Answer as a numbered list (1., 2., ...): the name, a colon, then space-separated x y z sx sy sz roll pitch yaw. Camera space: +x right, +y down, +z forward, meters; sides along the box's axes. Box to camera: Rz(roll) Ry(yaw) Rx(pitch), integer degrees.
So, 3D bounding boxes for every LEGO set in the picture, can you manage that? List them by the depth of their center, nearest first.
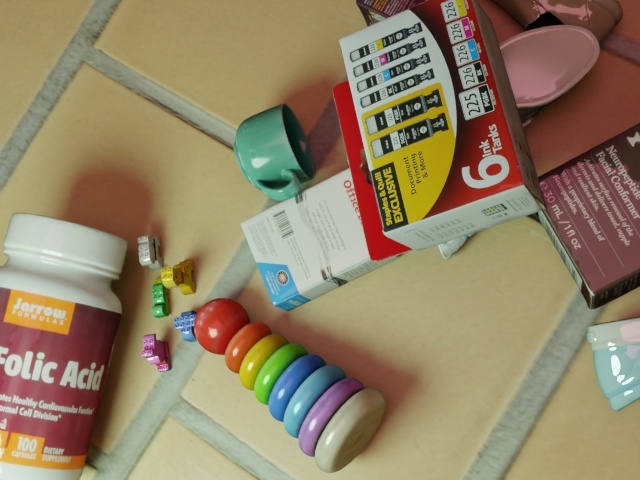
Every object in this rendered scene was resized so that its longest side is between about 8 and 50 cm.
1. LEGO set: -0.248 0.088 1.541 0.087 0.093 0.227 -11 75 13

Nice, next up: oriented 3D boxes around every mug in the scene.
1. mug: -0.080 -0.136 1.512 0.097 0.158 0.130 -19 105 14

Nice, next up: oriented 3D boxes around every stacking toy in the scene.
1. stacking toy: -0.068 0.201 1.453 0.330 0.141 0.141 34 89 23

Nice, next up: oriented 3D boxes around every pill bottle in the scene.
1. pill bottle: -0.440 0.169 1.508 0.224 0.224 0.392 10 81 17

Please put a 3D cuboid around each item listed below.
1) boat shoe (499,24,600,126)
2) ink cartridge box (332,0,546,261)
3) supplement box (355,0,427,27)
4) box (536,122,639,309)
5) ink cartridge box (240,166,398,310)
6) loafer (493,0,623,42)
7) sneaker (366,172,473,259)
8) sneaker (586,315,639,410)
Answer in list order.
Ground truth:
1. boat shoe: 0.274 -0.216 1.459 0.319 0.099 0.116 -32 74 8
2. ink cartridge box: 0.139 -0.156 1.360 0.271 0.130 0.310 -20 69 21
3. supplement box: 0.161 -0.352 1.517 0.188 0.104 0.081 31 87 19
4. box: 0.505 -0.076 1.346 0.381 0.143 0.191 -29 72 6
5. ink cartridge box: 0.000 0.000 1.495 0.203 0.086 0.148 -25 72 8
6. loafer: 0.326 -0.369 1.476 0.268 0.102 0.092 25 84 17
7. sneaker: 0.140 -0.038 1.476 0.190 0.071 0.083 35 95 20
8. sneaker: 0.556 0.161 1.294 0.365 0.135 0.150 -10 83 22
